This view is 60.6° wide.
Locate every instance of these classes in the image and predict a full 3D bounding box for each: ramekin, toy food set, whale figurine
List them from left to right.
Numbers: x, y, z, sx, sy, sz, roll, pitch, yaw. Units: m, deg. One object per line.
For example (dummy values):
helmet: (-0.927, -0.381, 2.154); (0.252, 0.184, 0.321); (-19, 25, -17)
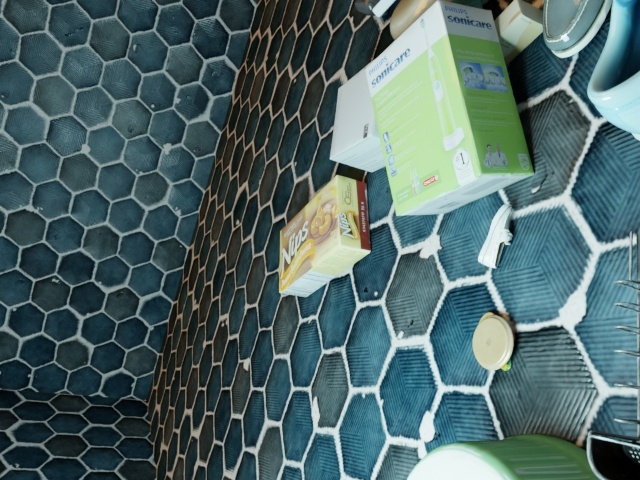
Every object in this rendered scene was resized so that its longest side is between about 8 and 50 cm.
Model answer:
whale figurine: (0.247, -0.456, 1.032); (0.272, 0.141, 0.216); (-60, 17, -24)
toy food set: (0.256, 0.152, 0.812); (0.083, 0.020, 0.082); (21, 98, 64)
ramekin: (0.215, 0.381, 0.637); (0.303, 0.148, 0.303); (-39, 45, 53)

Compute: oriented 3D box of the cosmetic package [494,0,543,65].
cosmetic package: (0.304, -0.331, 0.898); (0.115, 0.060, 0.041); (-44, 42, 51)

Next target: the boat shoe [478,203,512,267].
boat shoe: (0.276, -0.005, 0.837); (0.035, 0.035, 0.100); (28, 101, 36)

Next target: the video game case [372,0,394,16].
video game case: (0.219, -0.574, 1.107); (0.206, 0.026, 0.227); (-53, 13, -30)

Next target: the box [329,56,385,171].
box: (0.120, -0.264, 1.178); (0.182, 0.119, 0.181); (-16, 63, 62)

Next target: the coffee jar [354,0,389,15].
coffee jar: (0.151, -0.645, 1.340); (0.096, 0.079, 0.184); (45, 118, 58)

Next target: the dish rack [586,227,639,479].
dish rack: (0.340, 0.085, 0.462); (0.208, 0.074, 0.271); (-15, 65, 61)

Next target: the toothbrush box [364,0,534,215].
toothbrush box: (0.200, -0.204, 0.902); (0.206, 0.122, 0.283); (-29, 70, 58)

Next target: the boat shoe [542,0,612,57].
boat shoe: (0.357, -0.426, 0.784); (0.116, 0.099, 0.319); (7, 85, 64)

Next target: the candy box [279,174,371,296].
candy box: (0.000, 0.000, 1.336); (0.316, 0.088, 0.183); (-41, 43, 52)

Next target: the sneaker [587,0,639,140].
sneaker: (0.398, -0.292, 0.577); (0.135, 0.150, 0.366); (31, 106, 63)
